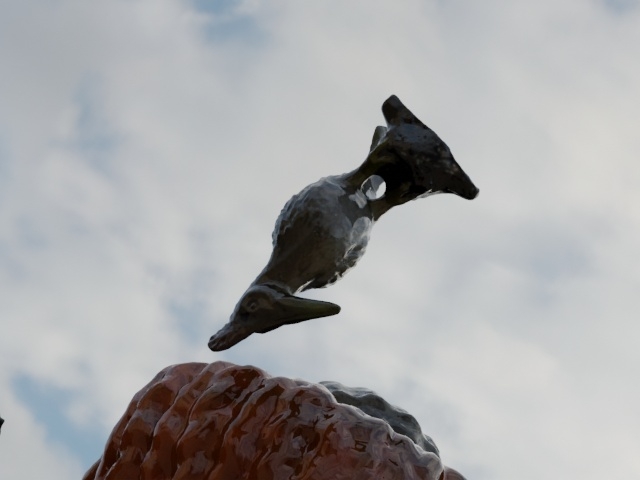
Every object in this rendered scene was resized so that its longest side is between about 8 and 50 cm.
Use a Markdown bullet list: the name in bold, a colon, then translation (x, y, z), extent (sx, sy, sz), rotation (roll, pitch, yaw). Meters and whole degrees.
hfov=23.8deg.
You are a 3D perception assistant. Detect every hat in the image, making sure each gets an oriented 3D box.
- **hat**: translation (-0.067, 0.291, 0.900), extent (0.285, 0.400, 0.285), rotation (29, -16, 9)

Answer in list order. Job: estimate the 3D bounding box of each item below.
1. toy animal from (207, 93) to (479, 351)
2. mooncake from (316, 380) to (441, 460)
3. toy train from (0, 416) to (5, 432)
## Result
- **toy animal**: translation (0.008, -0.005, 0.852), extent (0.070, 0.202, 0.105), rotation (49, -29, -14)
- **mooncake**: translation (0.010, 0.245, 1.407), extent (0.228, 0.124, 0.228), rotation (-1, -84, -6)
- **toy train**: translation (-0.325, 0.163, 0.806), extent (0.150, 0.369, 0.237), rotation (15, -13, 29)
